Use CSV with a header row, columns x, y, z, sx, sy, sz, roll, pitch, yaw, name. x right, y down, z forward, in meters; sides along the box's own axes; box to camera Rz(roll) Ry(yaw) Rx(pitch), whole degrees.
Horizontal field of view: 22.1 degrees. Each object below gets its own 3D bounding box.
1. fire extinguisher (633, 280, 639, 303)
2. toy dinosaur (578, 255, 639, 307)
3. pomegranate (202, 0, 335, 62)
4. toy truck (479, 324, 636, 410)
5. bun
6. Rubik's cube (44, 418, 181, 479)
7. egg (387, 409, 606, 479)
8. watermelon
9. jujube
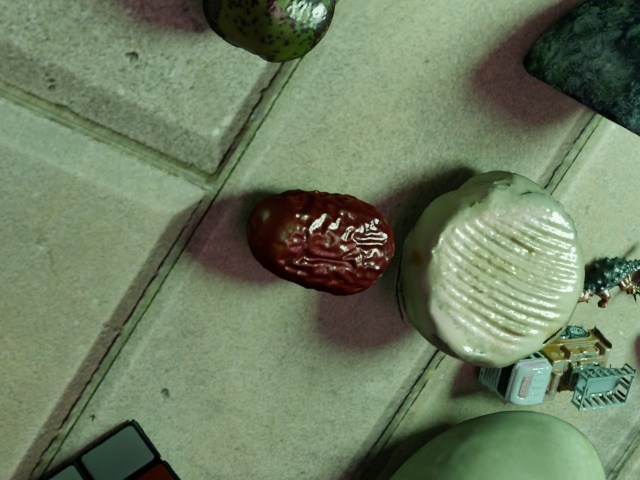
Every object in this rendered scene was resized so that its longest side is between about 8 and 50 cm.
x,y,z,sx,sy,sz,roll,pitch,yaw,name
0.484,0.025,2.229,0.173,0.035,0.049,-39,169,-6,fire extinguisher
0.389,0.046,2.168,0.154,0.049,0.055,-28,126,-8,toy dinosaur
-0.052,-0.261,1.674,0.138,0.163,0.125,11,151,-21,pomegranate
0.308,0.174,2.150,0.177,0.115,0.080,-3,119,-29,toy truck
0.199,0.036,1.976,0.239,0.141,0.239,-3,103,-12,bun
-0.215,0.350,1.886,0.167,0.180,0.183,-34,128,-11,Rubik's cube
0.211,0.368,2.115,0.352,0.258,0.258,-31,130,-13,egg
0.407,-0.175,1.935,0.148,0.318,0.226,-56,171,3,watermelon
0.000,0.000,1.856,0.176,0.109,0.112,14,75,-35,jujube
